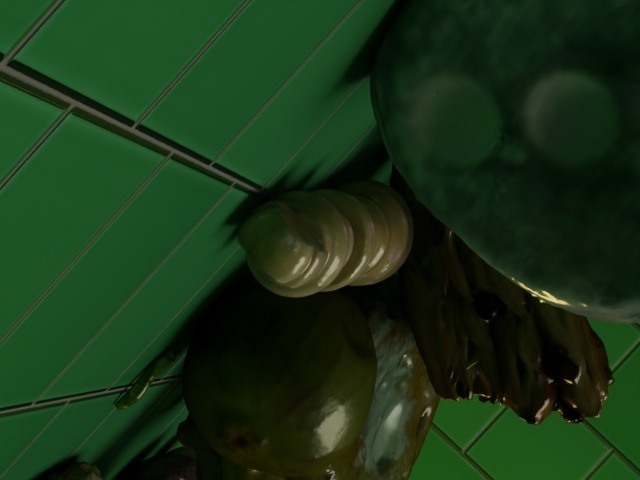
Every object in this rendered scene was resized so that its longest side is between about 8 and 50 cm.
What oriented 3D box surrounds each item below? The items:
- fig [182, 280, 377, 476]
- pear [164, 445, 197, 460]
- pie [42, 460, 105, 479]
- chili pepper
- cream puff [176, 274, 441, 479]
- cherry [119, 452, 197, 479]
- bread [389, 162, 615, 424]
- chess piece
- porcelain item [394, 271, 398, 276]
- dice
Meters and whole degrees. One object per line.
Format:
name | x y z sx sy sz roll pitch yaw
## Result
fig | -0.037 0.128 1.750 0.207 0.207 0.230 116 -3 -69
pear | -0.200 0.401 2.414 0.216 0.180 0.166 -44 -142 -20
pie | -0.328 0.359 1.718 0.315 0.092 0.315 -46 175 -5
chili pepper | -0.178 0.143 1.696 0.083 0.017 0.030 -46 175 -19
cream puff | -0.031 0.200 2.036 0.378 0.275 0.378 -34 132 -49
cherry | -0.218 0.365 2.248 0.176 0.140 0.176 -23 179 -1
bread | 0.176 0.037 1.878 0.191 0.370 0.314 -23 -177 3
chess piece | 0.000 0.000 1.615 0.117 0.117 0.397 -49 171 11
porcelain item | 0.145 0.033 2.537 0.114 0.147 0.147 -50 173 18
dice | 0.263 -0.151 1.408 0.348 0.328 0.330 -52 171 36
